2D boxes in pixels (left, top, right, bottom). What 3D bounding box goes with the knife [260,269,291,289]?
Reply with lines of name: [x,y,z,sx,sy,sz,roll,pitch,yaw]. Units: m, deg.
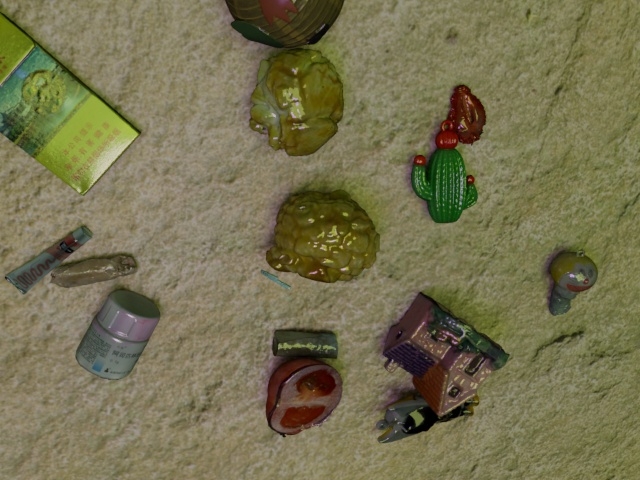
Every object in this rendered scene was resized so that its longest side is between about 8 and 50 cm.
knife: [-0.111,0.098,1.265,0.091,0.005,0.014,32,97,-19]

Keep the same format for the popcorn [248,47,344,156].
popcorn: [-0.043,-0.291,1.077,0.204,0.184,0.220,-18,120,-48]

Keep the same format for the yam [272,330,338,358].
yam: [-0.037,0.266,1.299,0.170,0.068,0.068,6,104,-15]

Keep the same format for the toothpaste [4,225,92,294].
toothpaste: [-0.597,0.041,1.122,0.205,0.036,0.056,-36,112,3]

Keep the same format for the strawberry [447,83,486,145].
strawberry: [0.361,-0.305,1.240,0.104,0.048,0.152,-27,113,-8]

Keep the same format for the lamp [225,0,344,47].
lamp: [-0.056,-0.494,1.002,0.284,0.250,0.250,10,106,-55]

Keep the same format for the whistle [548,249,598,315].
whistle: [0.694,0.124,1.409,0.123,0.122,0.222,-3,121,-12]

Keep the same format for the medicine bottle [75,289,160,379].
medicine bottle: [-0.457,0.212,1.150,0.135,0.135,0.168,28,96,-19]

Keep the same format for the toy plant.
toy plant: [0.296,-0.156,1.244,0.155,0.088,0.240,-29,109,-3]

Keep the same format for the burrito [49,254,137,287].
burrito: [-0.512,0.069,1.142,0.189,0.045,0.058,-11,100,-8]

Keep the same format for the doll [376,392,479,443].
doll: [0.298,0.478,1.414,0.317,0.103,0.145,-4,150,-19]

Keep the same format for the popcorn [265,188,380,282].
popcorn: [0.000,0.000,1.167,0.252,0.205,0.237,-36,125,11]

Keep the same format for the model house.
model house: [0.305,0.302,1.315,0.237,0.202,0.237,34,95,-19]

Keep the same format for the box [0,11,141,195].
box: [-0.563,-0.269,1.035,0.335,0.047,0.187,42,93,-19]

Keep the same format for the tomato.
tomato: [-0.050,0.382,1.303,0.199,0.112,0.227,13,111,-32]
